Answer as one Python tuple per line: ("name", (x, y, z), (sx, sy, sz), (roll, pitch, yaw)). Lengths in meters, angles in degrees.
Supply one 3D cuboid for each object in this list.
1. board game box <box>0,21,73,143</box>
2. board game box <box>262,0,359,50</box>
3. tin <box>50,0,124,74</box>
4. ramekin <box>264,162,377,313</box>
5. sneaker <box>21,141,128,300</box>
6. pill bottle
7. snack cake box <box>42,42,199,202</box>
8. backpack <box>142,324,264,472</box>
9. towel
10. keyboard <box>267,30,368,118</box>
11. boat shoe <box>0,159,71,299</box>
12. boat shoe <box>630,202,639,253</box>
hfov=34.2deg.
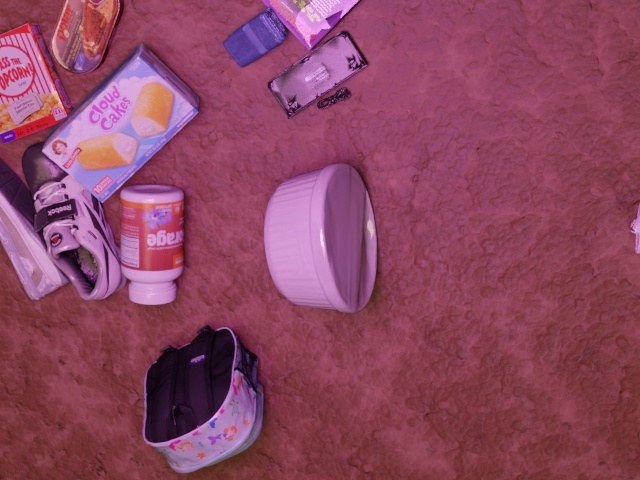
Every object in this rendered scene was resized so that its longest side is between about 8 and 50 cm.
("board game box", (-0.575, -0.301, 1.994), (0.147, 0.045, 0.193), (-20, 99, 13))
("board game box", (-0.065, -0.536, 1.856), (0.208, 0.056, 0.347), (-43, 94, 12))
("tin", (-0.437, -0.405, 1.952), (0.106, 0.040, 0.189), (25, 106, -1))
("ramekin", (0.000, 0.000, 1.868), (0.127, 0.273, 0.272), (-5, 103, 23))
("sneaker", (-0.480, -0.035, 1.992), (0.122, 0.146, 0.330), (-27, 97, 13))
("pill bottle", (-0.320, 0.007, 1.987), (0.121, 0.121, 0.216), (4, 104, 8))
("snack cake box", (-0.370, -0.218, 1.937), (0.264, 0.089, 0.152), (-41, 114, 16))
("backpack", (-0.222, 0.318, 1.980), (0.225, 0.253, 0.191), (-27, 118, 13))
("towel", (-0.118, -0.368, 1.894), (0.119, 0.029, 0.067), (-26, 104, 35))
("keyboard", (0.001, -0.293, 1.914), (0.180, 0.023, 0.108), (-33, 93, 16))
("boat shoe", (-0.606, -0.033, 2.029), (0.103, 0.118, 0.320), (-30, 104, 10))
("boat shoe", (0.578, -0.023, 1.879), (0.035, 0.035, 0.100), (-7, 109, 8))
